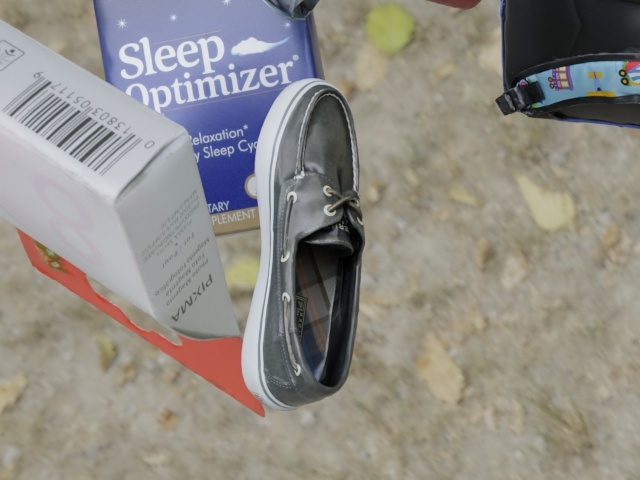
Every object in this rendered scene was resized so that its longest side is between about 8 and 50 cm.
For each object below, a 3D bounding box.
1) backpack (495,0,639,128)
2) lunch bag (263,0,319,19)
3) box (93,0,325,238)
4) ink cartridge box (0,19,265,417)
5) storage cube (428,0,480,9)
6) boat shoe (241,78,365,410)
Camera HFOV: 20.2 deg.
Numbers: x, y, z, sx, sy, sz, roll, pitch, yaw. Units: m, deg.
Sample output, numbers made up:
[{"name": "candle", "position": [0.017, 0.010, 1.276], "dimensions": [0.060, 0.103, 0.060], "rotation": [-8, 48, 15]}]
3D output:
[{"name": "backpack", "position": [0.199, -0.144, 1.064], "dimensions": [0.173, 0.158, 0.117], "rotation": [12, 30, 32]}, {"name": "lunch bag", "position": [-0.027, -0.166, 1.020], "dimensions": [0.071, 0.083, 0.053], "rotation": [44, 67, 7]}, {"name": "box", "position": [-0.068, -0.115, 1.125], "dimensions": [0.136, 0.036, 0.225], "rotation": [-10, 87, 11]}, {"name": "ink cartridge box", "position": [-0.126, -0.003, 0.886], "dimensions": [0.189, 0.232, 0.066], "rotation": [31, 58, 29]}, {"name": "storage cube", "position": [0.074, -0.304, 1.284], "dimensions": [0.193, 0.184, 0.215], "rotation": [-44, 63, 32]}, {"name": "boat shoe", "position": [0.000, 0.000, 0.742], "dimensions": [0.040, 0.049, 0.142], "rotation": [-10, 69, 51]}]
